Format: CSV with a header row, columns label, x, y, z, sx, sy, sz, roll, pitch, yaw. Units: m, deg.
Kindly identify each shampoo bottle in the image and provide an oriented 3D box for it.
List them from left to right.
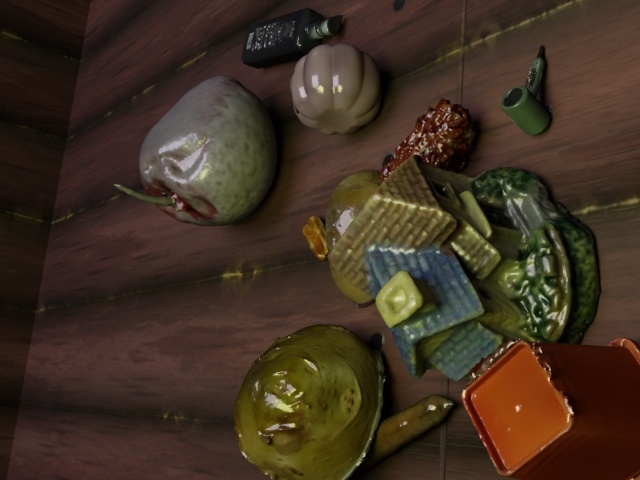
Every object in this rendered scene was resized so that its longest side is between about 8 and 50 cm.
label,x,y,z,sx,sy,sz,roll,pitch,yaw
shampoo bottle,-0.068,-0.457,1.714,0.310,0.071,0.098,5,80,53

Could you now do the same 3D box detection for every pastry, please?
label,x,y,z,sx,sy,sz,roll,pitch,yaw
pastry,0.178,-0.136,1.257,0.208,0.097,0.115,-55,47,26

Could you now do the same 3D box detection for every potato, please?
label,x,y,z,sx,sy,sz,roll,pitch,yaw
potato,-0.038,0.243,1.265,0.246,0.196,0.299,-43,27,18
potato,0.074,-0.020,1.349,0.120,0.100,0.261,-12,69,51

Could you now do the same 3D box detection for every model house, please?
label,x,y,z,sx,sy,sz,roll,pitch,yaw
model house,0.185,0.029,1.055,0.261,0.267,0.321,-53,42,32

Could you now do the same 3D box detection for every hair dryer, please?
label,x,y,z,sx,sy,sz,roll,pitch,yaw
hair dryer,0.320,-0.237,1.152,0.047,0.071,0.150,-10,52,46

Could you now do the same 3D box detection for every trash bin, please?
label,x,y,z,sx,sy,sz,roll,pitch,yaw
trash bin,0.299,0.191,0.864,0.184,0.239,0.161,-49,43,28

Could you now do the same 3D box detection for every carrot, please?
label,x,y,z,sx,sy,sz,roll,pitch,yaw
carrot,0.092,0.328,1.234,0.342,0.070,0.070,-39,49,32

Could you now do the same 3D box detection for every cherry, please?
label,x,y,z,sx,sy,sz,roll,pitch,yaw
cherry,-0.237,-0.186,1.659,0.334,0.291,0.326,-54,21,3

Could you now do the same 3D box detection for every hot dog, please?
label,x,y,z,sx,sy,sz,roll,pitch,yaw
hot dog,0.000,0.000,1.494,0.056,0.041,0.133,-56,33,22

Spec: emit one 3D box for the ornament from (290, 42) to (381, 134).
label,x,y,z,sx,sy,sz,roll,pitch,yaw
ornament,0.030,-0.293,1.447,0.178,0.178,0.177,-23,60,47
